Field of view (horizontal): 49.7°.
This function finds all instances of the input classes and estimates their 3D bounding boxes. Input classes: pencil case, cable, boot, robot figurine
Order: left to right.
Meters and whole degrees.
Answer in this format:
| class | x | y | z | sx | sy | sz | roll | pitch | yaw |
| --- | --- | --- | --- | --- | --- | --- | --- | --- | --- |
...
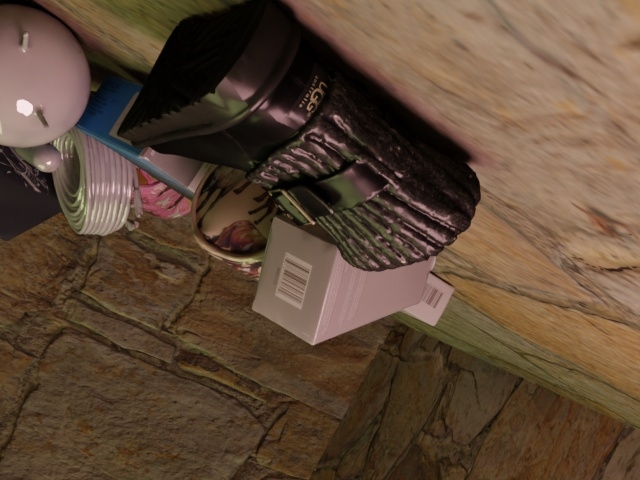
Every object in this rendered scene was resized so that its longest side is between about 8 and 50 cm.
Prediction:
| class | x | y | z | sx | sy | sz | roll | pitch | yaw |
| --- | --- | --- | --- | --- | --- | --- | --- | --- | --- |
| robot figurine | -0.472 | -0.249 | 1.040 | 0.353 | 0.199 | 0.300 | 22 | 136 | 51 |
| cable | -0.414 | -0.134 | 1.233 | 0.089 | 0.257 | 0.257 | -11 | -176 | -36 |
| pencil case | -0.351 | -0.148 | 1.491 | 0.160 | 0.167 | 0.386 | 8 | 174 | -1 |
| boot | -0.039 | -0.087 | 0.671 | 0.260 | 0.131 | 0.348 | 33 | 173 | -30 |
| pencil case | 0.000 | 0.000 | 1.015 | 0.410 | 0.183 | 0.160 | 32 | -154 | -57 |

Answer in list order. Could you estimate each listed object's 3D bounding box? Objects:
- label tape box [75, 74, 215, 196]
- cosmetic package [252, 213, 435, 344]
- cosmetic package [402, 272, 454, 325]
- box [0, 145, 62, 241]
| class | x | y | z | sx | sy | sz | roll | pitch | yaw |
| --- | --- | --- | --- | --- | --- | --- | --- | --- | --- |
| label tape box | -0.189 | -0.112 | 1.104 | 0.240 | 0.106 | 0.333 | 26 | 172 | 46 |
| cosmetic package | 0.042 | 0.028 | 0.842 | 0.107 | 0.127 | 0.238 | 25 | -159 | 30 |
| cosmetic package | 0.049 | 0.027 | 1.425 | 0.377 | 0.097 | 0.284 | 32 | 177 | -21 |
| box | -0.663 | -0.215 | 1.284 | 0.312 | 0.178 | 0.343 | 34 | -147 | -66 |
